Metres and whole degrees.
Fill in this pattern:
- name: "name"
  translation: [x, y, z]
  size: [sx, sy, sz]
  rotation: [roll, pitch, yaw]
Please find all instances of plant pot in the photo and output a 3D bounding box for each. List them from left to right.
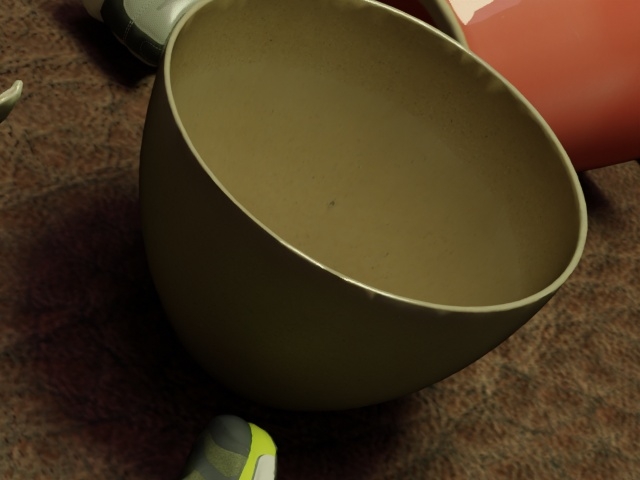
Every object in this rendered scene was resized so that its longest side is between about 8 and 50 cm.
- name: "plant pot"
  translation: [0.000, 0.000, 1.165]
  size: [0.284, 0.191, 0.284]
  rotation: [18, 39, -16]
- name: "plant pot"
  translation: [0.130, -0.158, 1.394]
  size: [0.243, 0.275, 0.275]
  rotation: [-24, 63, -36]

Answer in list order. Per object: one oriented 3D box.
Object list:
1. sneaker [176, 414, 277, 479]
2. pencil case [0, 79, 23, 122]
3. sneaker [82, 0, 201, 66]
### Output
- name: "sneaker"
  translation: [-0.115, 0.179, 0.964]
  size: [0.121, 0.111, 0.300]
  rotation: [30, 36, 5]
- name: "pencil case"
  translation: [-0.386, -0.101, 1.042]
  size: [0.410, 0.160, 0.183]
  rotation: [29, 54, -2]
- name: "sneaker"
  translation: [-0.052, -0.183, 1.414]
  size: [0.271, 0.100, 0.108]
  rotation: [-15, 58, -36]
